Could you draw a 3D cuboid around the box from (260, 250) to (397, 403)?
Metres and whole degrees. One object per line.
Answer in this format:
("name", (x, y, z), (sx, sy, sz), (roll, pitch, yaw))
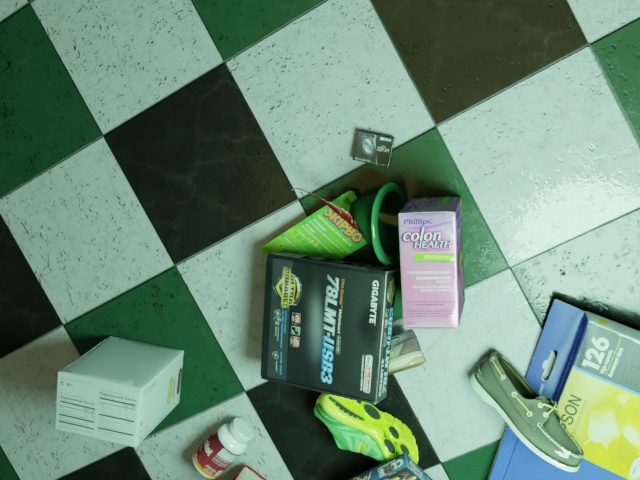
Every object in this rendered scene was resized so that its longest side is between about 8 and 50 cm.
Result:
("box", (0.014, 0.187, 1.849), (0.293, 0.073, 0.296), (9, 99, 27))

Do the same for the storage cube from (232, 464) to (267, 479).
("storage cube", (-0.187, 0.701, 2.010), (0.183, 0.215, 0.193), (37, 113, 3))

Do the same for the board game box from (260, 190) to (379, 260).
("board game box", (0.000, 0.000, 1.910), (0.259, 0.039, 0.124), (-32, 93, 19))

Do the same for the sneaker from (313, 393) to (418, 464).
("sneaker", (0.109, 0.450, 1.956), (0.295, 0.109, 0.123), (42, 141, -6))

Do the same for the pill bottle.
("pill bottle", (-0.236, 0.504, 2.041), (0.086, 0.086, 0.152), (45, 106, 1))

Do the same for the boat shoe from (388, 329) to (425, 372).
("boat shoe", (0.102, 0.271, 1.915), (0.285, 0.103, 0.092), (-18, 72, 28))

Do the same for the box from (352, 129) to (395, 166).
("box", (0.117, -0.203, 1.850), (0.083, 0.018, 0.067), (14, 105, 10))

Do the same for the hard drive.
("hard drive", (0.549, 0.553, 1.895), (0.318, 0.040, 0.210), (18, 104, 9))

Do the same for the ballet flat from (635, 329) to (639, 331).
("ballet flat", (0.761, 0.262, 1.771), (0.232, 0.080, 0.073), (20, 120, 10))

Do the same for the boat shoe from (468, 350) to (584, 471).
("boat shoe", (0.448, 0.362, 1.789), (0.305, 0.109, 0.091), (45, 114, 36))

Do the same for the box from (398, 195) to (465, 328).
("box", (0.240, 0.042, 1.771), (0.117, 0.213, 0.243), (-2, 100, 13))

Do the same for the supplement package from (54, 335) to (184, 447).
("supplement package", (-0.466, 0.347, 1.969), (0.204, 0.262, 0.145), (9, 104, 10))

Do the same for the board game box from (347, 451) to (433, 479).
("board game box", (0.191, 0.598, 1.928), (0.165, 0.042, 0.243), (-31, 123, 17))

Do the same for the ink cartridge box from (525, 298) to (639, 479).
("ink cartridge box", (0.592, 0.321, 1.777), (0.307, 0.072, 0.304), (21, 112, 19))

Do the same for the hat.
("hat", (0.076, -0.050, 1.839), (0.183, 0.173, 0.209), (3, 118, 31))
